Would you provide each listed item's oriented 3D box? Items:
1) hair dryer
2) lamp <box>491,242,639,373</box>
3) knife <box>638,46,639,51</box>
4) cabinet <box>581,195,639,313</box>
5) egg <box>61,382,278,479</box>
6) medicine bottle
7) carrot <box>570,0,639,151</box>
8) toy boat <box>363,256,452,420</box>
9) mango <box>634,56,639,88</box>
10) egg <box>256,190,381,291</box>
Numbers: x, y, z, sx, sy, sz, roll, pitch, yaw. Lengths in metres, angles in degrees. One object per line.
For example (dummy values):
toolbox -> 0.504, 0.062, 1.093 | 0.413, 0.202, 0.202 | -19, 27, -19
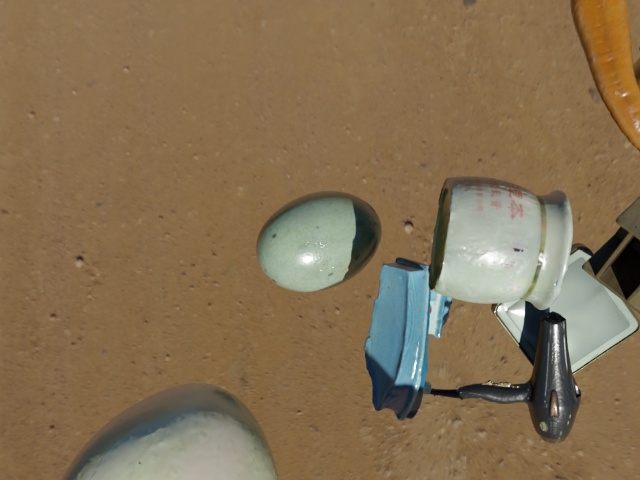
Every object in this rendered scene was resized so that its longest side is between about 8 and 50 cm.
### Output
hair dryer -> 0.412, 0.321, 1.537 | 0.359, 0.120, 0.304 | -4, 107, 16
lamp -> 0.583, 0.178, 1.576 | 0.269, 0.047, 0.266 | -37, 103, 8
knife -> 0.443, -0.171, 0.572 | 0.027, 0.061, 0.343 | -36, 26, -26
cabinet -> 0.672, 0.042, 1.311 | 0.148, 0.175, 0.215 | -35, 65, -26
egg -> -0.185, 0.345, 0.801 | 0.282, 0.283, 0.345 | 11, 68, 14
medicine bottle -> 0.208, 0.002, 0.775 | 0.142, 0.147, 0.148 | 7, 77, 3
carrot -> 0.190, -0.121, 0.433 | 0.035, 0.035, 0.142 | -13, 84, 8
toy boat -> 0.130, 0.146, 0.960 | 0.098, 0.109, 0.238 | 4, 97, -31
mango -> 0.565, -0.276, 1.049 | 0.137, 0.195, 0.098 | -43, 84, 3
egg -> 0.000, 0.000, 1.165 | 0.236, 0.169, 0.169 | -18, 70, -29
